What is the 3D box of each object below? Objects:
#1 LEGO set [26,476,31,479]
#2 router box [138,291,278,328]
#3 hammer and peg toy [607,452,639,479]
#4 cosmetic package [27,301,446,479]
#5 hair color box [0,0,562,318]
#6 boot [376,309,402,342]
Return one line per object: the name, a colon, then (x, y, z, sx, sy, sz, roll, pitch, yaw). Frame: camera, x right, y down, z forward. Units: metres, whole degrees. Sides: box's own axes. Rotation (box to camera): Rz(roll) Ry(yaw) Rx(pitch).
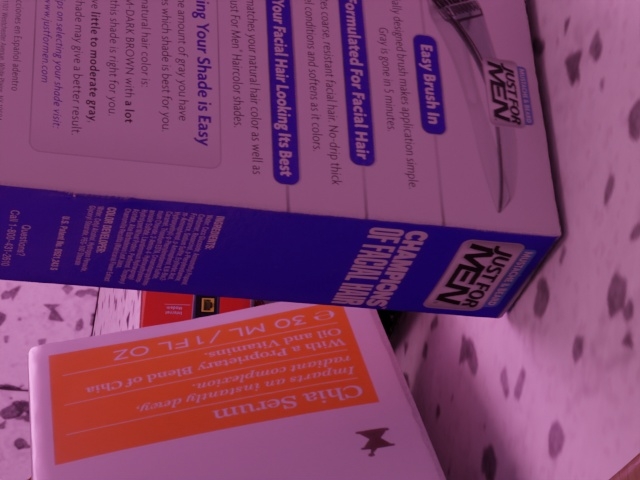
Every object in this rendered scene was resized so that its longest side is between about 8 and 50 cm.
LEGO set: (-0.192, 0.307, 1.573, 0.255, 0.192, 0.331, 51, 156, 15)
router box: (-0.084, 0.163, 1.296, 0.335, 0.082, 0.301, 80, -168, -79)
hammer and peg toy: (0.156, 0.193, 0.434, 0.266, 0.127, 0.361, 120, 152, -55)
cosmetic package: (-0.032, 0.214, 0.893, 0.453, 0.230, 0.161, -112, 13, -61)
hair color box: (-0.050, -0.069, 0.911, 0.110, 0.339, 0.185, 114, 157, -56)
boot: (0.000, 0.000, 1.212, 0.263, 0.091, 0.229, 116, 152, -62)
